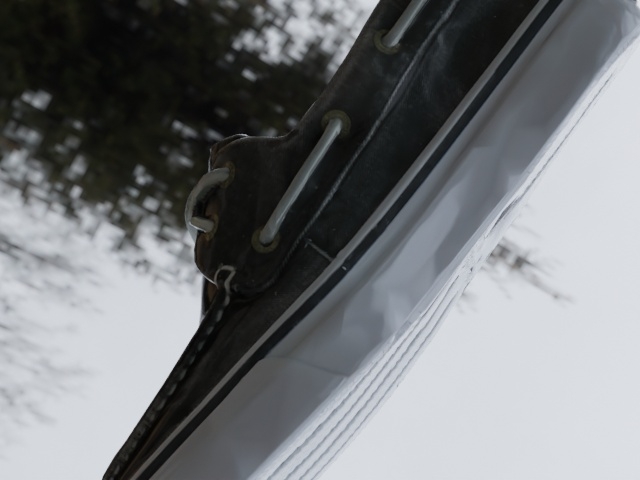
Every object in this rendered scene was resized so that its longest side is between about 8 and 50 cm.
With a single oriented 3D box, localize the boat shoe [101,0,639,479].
[{"bbox_3d":[0.000,0.000,0.800,0.119,0.121,0.335,37,-103,12],"label":"boat shoe"}]
